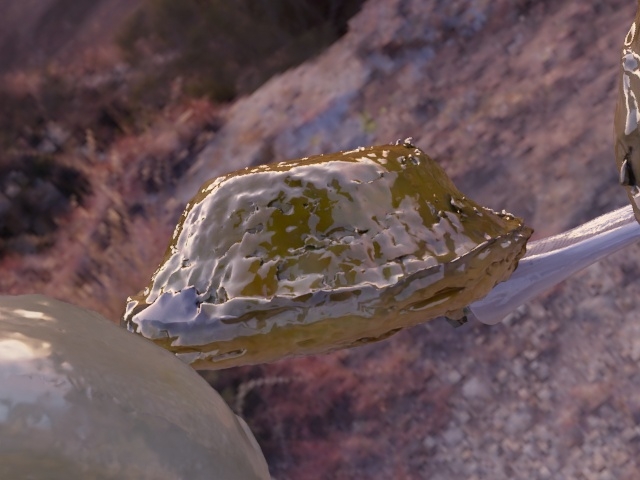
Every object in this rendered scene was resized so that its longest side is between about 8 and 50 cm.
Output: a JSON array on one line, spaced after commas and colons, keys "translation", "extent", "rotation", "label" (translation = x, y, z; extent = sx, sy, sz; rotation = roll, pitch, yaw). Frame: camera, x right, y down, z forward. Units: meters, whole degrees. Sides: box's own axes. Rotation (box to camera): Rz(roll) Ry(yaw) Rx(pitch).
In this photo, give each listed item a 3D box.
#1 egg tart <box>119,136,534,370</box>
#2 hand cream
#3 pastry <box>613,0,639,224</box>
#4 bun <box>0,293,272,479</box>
[{"translation": [0.000, 0.000, 1.482], "extent": [0.443, 0.178, 0.443], "rotation": [-13, 6, 1], "label": "egg tart"}, {"translation": [0.279, 0.009, 1.551], "extent": [0.336, 0.076, 0.121], "rotation": [-26, 7, 25], "label": "hand cream"}, {"translation": [0.383, -0.088, 0.871], "extent": [0.409, 0.409, 0.245], "rotation": [-41, -10, 2], "label": "pastry"}, {"translation": [-0.127, 0.125, 0.516], "extent": [0.229, 0.229, 0.145], "rotation": [-47, 26, -8], "label": "bun"}]
